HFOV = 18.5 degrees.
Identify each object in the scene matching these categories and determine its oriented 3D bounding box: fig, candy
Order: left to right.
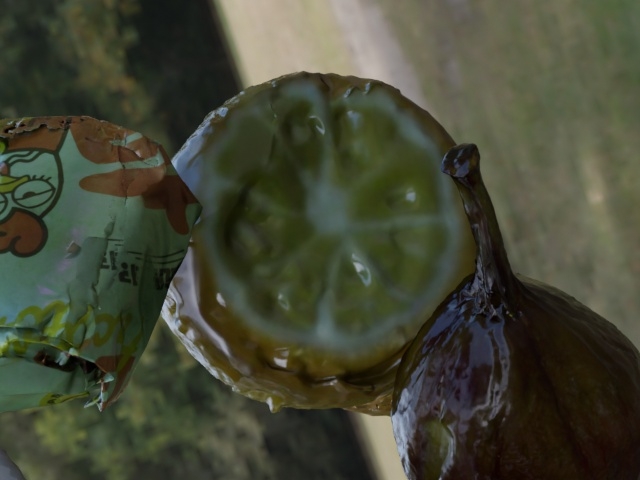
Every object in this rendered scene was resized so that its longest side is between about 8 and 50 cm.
[{"bbox_3d":[0.000,0.000,1.465,0.118,0.260,0.259,165,85,-74],"label":"candy"},{"bbox_3d":[0.103,0.075,1.319,0.290,0.191,0.190,46,-168,-34],"label":"fig"}]

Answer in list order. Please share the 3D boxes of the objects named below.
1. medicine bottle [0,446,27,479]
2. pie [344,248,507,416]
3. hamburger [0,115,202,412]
[{"bbox_3d":[-0.243,0.172,0.818,0.384,0.224,0.224,-30,79,64],"label":"medicine bottle"},{"bbox_3d":[0.057,0.036,1.864,0.069,0.273,0.273,-145,36,-77],"label":"pie"},{"bbox_3d":[-0.209,0.015,1.251,0.214,0.235,0.125,-59,-25,-43],"label":"hamburger"}]
